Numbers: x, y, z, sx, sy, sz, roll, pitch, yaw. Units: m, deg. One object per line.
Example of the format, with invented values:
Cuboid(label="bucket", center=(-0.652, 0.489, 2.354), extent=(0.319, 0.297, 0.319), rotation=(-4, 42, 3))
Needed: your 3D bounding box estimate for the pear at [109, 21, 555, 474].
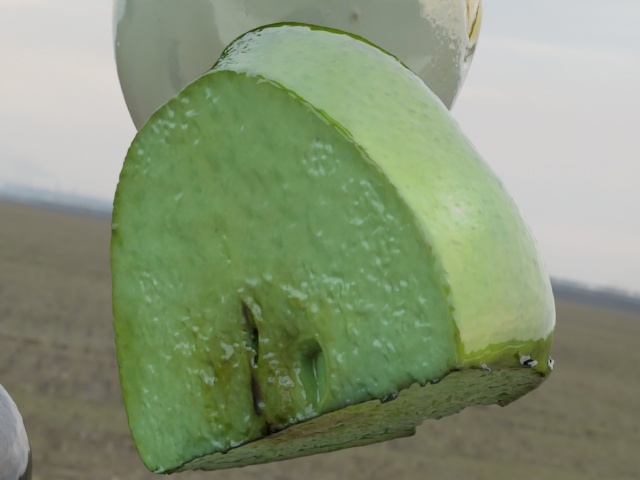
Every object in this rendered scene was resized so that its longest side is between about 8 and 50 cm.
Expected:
Cuboid(label="pear", center=(0.000, 0.000, 1.089), extent=(0.292, 0.292, 0.159), rotation=(10, 13, 38))

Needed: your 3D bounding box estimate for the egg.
Cuboid(label="egg", center=(-0.021, -0.167, 1.367), extent=(0.283, 0.345, 0.283), rotation=(8, 0, 0))

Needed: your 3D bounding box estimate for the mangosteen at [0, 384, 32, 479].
Cuboid(label="mangosteen", center=(-0.337, 0.191, 1.323), extent=(0.228, 0.265, 0.228), rotation=(34, 9, -6))
